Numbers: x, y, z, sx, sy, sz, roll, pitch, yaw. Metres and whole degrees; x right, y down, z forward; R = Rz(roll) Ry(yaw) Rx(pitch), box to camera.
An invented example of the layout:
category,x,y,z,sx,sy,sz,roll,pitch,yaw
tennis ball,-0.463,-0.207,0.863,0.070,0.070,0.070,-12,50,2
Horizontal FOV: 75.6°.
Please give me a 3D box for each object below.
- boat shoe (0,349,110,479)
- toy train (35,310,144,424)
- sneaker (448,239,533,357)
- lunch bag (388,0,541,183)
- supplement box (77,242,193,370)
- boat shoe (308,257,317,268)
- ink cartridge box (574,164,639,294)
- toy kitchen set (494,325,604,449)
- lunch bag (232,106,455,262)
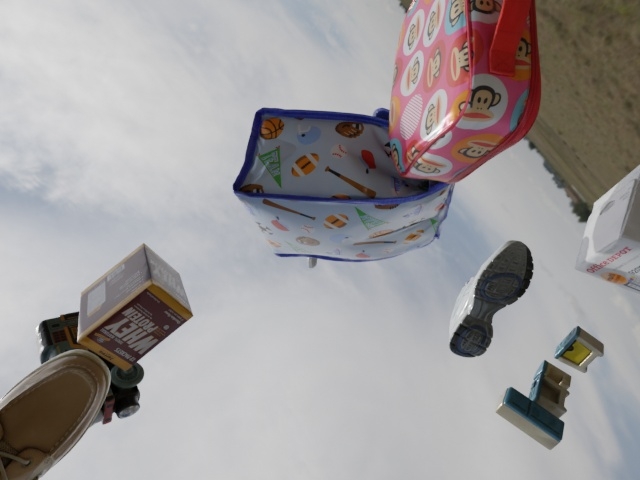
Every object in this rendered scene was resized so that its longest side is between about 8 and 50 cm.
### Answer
category,x,y,z,sx,sy,sz,roll,pitch,yaw
boat shoe,-0.426,0.299,0.546,0.122,0.341,0.110,43,169,-12
toy train,-0.572,0.309,1.024,0.190,0.142,0.334,-9,-135,-41
sneaker,0.368,0.121,0.944,0.111,0.297,0.129,22,-157,-5
lunch bag,0.186,-0.244,0.547,0.120,0.258,0.292,7,-104,-9
supplement box,-0.422,0.145,0.939,0.129,0.191,0.194,54,175,-37
boat shoe,0.000,0.000,1.276,0.063,0.184,0.066,10,177,1
ink cartridge box,0.631,0.003,0.742,0.233,0.168,0.171,24,161,15
toy kitchen set,0.486,0.287,0.870,0.122,0.166,0.207,32,-143,19
lunch bag,0.069,-0.097,0.854,0.328,0.386,0.238,66,-147,-67
